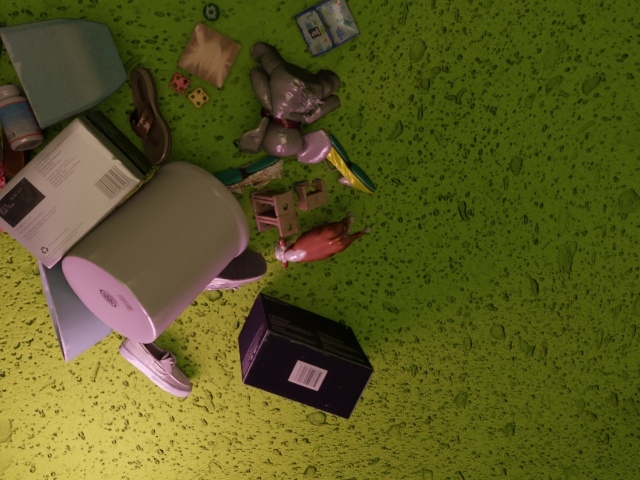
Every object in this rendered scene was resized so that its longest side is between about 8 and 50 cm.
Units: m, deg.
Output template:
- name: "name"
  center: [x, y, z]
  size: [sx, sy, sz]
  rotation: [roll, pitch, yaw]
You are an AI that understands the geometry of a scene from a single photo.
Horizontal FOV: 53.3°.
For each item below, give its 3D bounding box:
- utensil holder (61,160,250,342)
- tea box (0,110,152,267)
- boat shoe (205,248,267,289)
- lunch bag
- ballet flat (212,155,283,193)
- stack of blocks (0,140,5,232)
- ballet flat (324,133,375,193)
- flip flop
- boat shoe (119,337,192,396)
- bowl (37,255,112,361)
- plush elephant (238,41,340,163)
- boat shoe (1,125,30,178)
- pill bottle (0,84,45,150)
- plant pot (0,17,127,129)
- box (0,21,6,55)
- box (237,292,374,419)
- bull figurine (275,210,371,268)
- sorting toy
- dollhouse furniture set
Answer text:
- name: "utensil holder"
  center: [-0.428, 0.030, 1.685]
  size: [0.327, 0.328, 0.385]
  rotation: [53, 53, -18]
- name: "tea box"
  center: [-0.646, -0.148, 1.681]
  size: [0.329, 0.323, 0.220]
  rotation: [-42, 108, 4]
- name: "boat shoe"
  center: [-0.323, 0.098, 1.930]
  size: [0.321, 0.103, 0.118]
  rotation: [-8, 64, -10]
- name: "lunch bag"
  center: [0.019, -0.606, 1.792]
  size: [0.151, 0.096, 0.128]
  rotation: [-23, 111, 12]
- name: "ballet flat"
  center: [-0.219, -0.179, 1.876]
  size: [0.241, 0.091, 0.077]
  rotation: [-18, 130, -1]
- name: "stack of blocks"
  center: [-0.899, -0.118, 1.653]
  size: [0.087, 0.171, 0.297]
  rotation: [13, 129, -5]
- name: "ballet flat"
  center: [0.070, -0.218, 1.924]
  size: [0.077, 0.077, 0.231]
  rotation: [-35, 107, 23]
- name: "flip flop"
  center: [-0.482, -0.338, 1.741]
  size: [0.080, 0.112, 0.277]
  rotation: [-15, 94, -51]
- name: "boat shoe"
  center: [-0.494, 0.380, 1.982]
  size: [0.267, 0.096, 0.088]
  rotation: [42, 100, -9]
- name: "bowl"
  center: [-0.679, 0.171, 1.805]
  size: [0.163, 0.311, 0.311]
  rotation: [-15, 109, -25]
- name: "plush elephant"
  center: [-0.091, -0.347, 1.766]
  size: [0.272, 0.330, 0.255]
  rotation: [16, 121, -21]
- name: "boat shoe"
  center: [-0.832, -0.270, 1.746]
  size: [0.073, 0.073, 0.206]
  rotation: [6, 84, -14]
- name: "pill bottle"
  center: [-0.798, -0.323, 1.679]
  size: [0.087, 0.087, 0.160]
  rotation: [-22, 91, -3]
- name: "plant pot"
  center: [-0.647, -0.446, 1.650]
  size: [0.252, 0.248, 0.247]
  rotation: [-22, 108, -17]
- name: "box"
  center: [-0.912, -0.443, 1.602]
  size: [0.127, 0.231, 0.261]
  rotation: [14, 102, -13]
- name: "box"
  center: [-0.055, 0.341, 1.927]
  size: [0.343, 0.312, 0.178]
  rotation: [23, 101, -14]
- name: "bull figurine"
  center: [0.000, 0.000, 1.888]
  size: [0.188, 0.310, 0.101]
  rotation: [-33, 103, -37]
- name: "sorting toy"
  center: [-0.315, -0.508, 1.782]
  size: [0.132, 0.046, 0.274]
  rotation: [25, 99, -16]
- name: "dollhouse furniture set"
  center: [-0.089, -0.102, 1.915]
  size: [0.184, 0.129, 0.128]
  rotation: [-22, 111, -34]
